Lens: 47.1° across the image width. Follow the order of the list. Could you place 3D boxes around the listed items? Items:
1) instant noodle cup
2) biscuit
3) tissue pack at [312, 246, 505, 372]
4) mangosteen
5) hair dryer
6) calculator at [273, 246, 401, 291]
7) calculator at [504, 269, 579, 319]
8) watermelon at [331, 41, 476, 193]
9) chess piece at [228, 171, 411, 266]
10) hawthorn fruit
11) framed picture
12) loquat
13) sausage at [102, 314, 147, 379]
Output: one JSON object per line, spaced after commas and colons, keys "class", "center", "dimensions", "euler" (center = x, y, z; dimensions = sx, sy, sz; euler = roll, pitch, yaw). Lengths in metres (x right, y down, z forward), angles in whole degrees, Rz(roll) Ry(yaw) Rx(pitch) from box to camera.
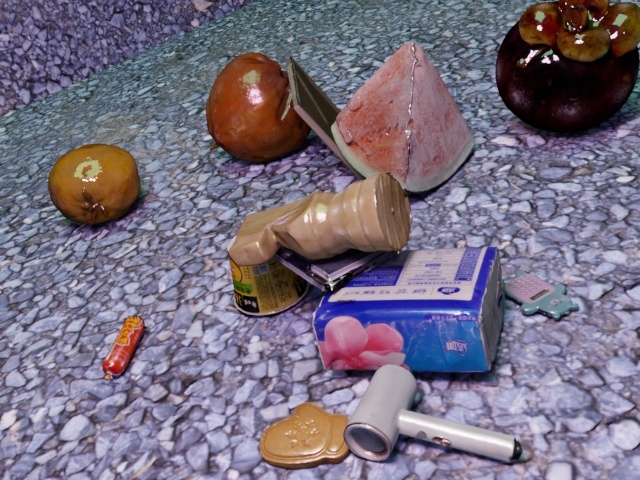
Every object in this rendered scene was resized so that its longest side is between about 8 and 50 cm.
{"class": "instant noodle cup", "center": [-0.104, 0.051, 1.380], "dimensions": [0.151, 0.122, 0.151], "euler": [-7, 31, 4]}
{"class": "biscuit", "center": [-0.022, 0.283, 1.081], "dimensions": [0.140, 0.023, 0.118], "euler": [-12, 33, 6]}
{"class": "tissue pack", "center": [0.149, 0.112, 1.172], "dimensions": [0.269, 0.137, 0.209], "euler": [-5, 31, 24]}
{"class": "mangosteen", "center": [0.539, -0.398, 1.589], "dimensions": [0.306, 0.347, 0.307], "euler": [-1, 62, 1]}
{"class": "hair dryer", "center": [0.163, 0.251, 1.012], "dimensions": [0.236, 0.073, 0.131], "euler": [6, 37, 27]}
{"class": "calculator", "center": [0.000, 0.001, 1.278], "dimensions": [0.165, 0.028, 0.274], "euler": [-27, 33, -24]}
{"class": "calculator", "center": [0.358, 0.090, 1.217], "dimensions": [0.094, 0.019, 0.141], "euler": [-26, 33, -21]}
{"class": "watermelon", "center": [0.194, -0.268, 1.621], "dimensions": [0.283, 0.293, 0.250], "euler": [34, 15, 25]}
{"class": "chess piece", "center": [-0.011, -0.024, 1.198], "dimensions": [0.300, 0.137, 0.137], "euler": [-9, 31, 29]}
{"class": "hawthorn fruit", "center": [-0.175, -0.315, 1.875], "dimensions": [0.298, 0.277, 0.277], "euler": [-38, 27, 18]}
{"class": "framed picture", "center": [0.011, -0.299, 1.772], "dimensions": [0.022, 0.247, 0.335], "euler": [-38, 29, 16]}
{"class": "loquat", "center": [-0.559, -0.144, 1.814], "dimensions": [0.238, 0.193, 0.238], "euler": [-5, 34, 3]}
{"class": "sausage", "center": [-0.364, 0.199, 1.339], "dimensions": [0.050, 0.048, 0.145], "euler": [25, 37, -7]}
